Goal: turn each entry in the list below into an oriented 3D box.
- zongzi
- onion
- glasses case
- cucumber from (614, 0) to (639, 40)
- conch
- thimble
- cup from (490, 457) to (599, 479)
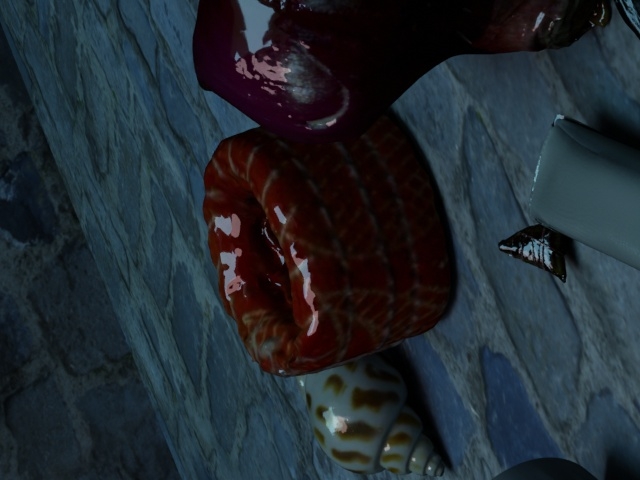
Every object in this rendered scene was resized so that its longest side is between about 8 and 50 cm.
[{"bbox_3d":[0.254,0.015,1.655,0.083,0.067,0.073,-20,80,50],"label":"zongzi"},{"bbox_3d":[0.089,-0.271,1.540,0.420,0.398,0.398,19,140,6],"label":"onion"},{"bbox_3d":[0.321,-0.033,1.436,0.308,0.083,0.128,34,130,56],"label":"glasses case"},{"bbox_3d":[0.299,-0.232,1.406,0.039,0.043,0.163,12,-122,-73],"label":"cucumber"},{"bbox_3d":[0.063,0.243,2.119,0.148,0.183,0.275,-36,76,22],"label":"conch"},{"bbox_3d":[0.000,0.000,1.988,0.350,0.230,0.350,47,146,48],"label":"thimble"},{"bbox_3d":[0.326,0.436,1.597,0.323,0.237,0.327,52,171,-35],"label":"cup"}]
